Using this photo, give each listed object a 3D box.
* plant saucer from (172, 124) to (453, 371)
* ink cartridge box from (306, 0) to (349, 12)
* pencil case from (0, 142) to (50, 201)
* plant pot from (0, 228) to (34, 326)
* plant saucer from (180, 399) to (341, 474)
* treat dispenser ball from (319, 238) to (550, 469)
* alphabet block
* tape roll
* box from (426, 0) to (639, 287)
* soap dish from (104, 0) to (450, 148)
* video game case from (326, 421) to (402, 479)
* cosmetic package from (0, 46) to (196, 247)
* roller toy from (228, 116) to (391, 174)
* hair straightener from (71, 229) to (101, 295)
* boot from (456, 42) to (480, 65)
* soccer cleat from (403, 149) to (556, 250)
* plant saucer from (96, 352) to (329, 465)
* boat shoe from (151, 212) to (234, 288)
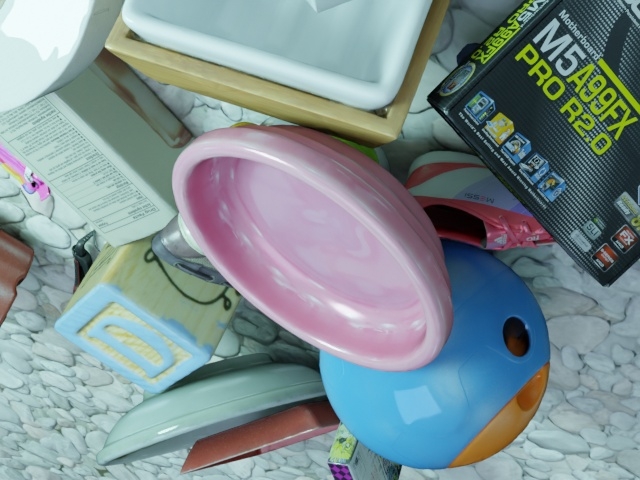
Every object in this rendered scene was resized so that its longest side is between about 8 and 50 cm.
[{"bbox_3d":[0.000,0.000,1.004,0.332,0.084,0.332,28,151,18],"label":"plant saucer"},{"bbox_3d":[0.060,-0.306,0.819,0.208,0.087,0.153,-22,134,-4],"label":"ink cartridge box"},{"bbox_3d":[-0.442,-0.165,1.313,0.104,0.104,0.236,-23,121,43],"label":"pencil case"},{"bbox_3d":[-0.621,0.044,1.533,0.265,0.272,0.272,30,142,-20],"label":"plant pot"},{"bbox_3d":[-0.063,0.308,1.568,0.259,0.048,0.258,-24,166,22],"label":"plant saucer"},{"bbox_3d":[0.142,0.141,1.214,0.288,0.288,0.288,14,141,12],"label":"treat dispenser ball"},{"bbox_3d":[-0.235,0.075,1.405,0.192,0.197,0.193,38,140,-18],"label":"alphabet block"},{"bbox_3d":[-0.383,-0.325,1.008,0.392,0.072,0.392,8,116,18],"label":"tape roll"},{"bbox_3d":[0.269,-0.117,0.938,0.216,0.060,0.270,-43,113,7],"label":"box"},{"bbox_3d":[-0.028,-0.225,0.946,0.291,0.229,0.118,18,158,7],"label":"soap dish"},{"bbox_3d":[0.082,0.323,1.518,0.042,0.210,0.232,4,138,22],"label":"video game case"},{"bbox_3d":[-0.297,-0.146,1.237,0.153,0.129,0.296,-18,125,38],"label":"cosmetic package"},{"bbox_3d":[-0.016,-0.058,1.178,0.209,0.146,0.191,-3,128,17],"label":"roller toy"},{"bbox_3d":[-0.361,0.066,1.589,0.089,0.047,0.230,20,137,5],"label":"hair straightener"},{"bbox_3d":[0.228,-0.151,1.019,0.190,0.086,0.069,14,142,-34],"label":"boot"},{"bbox_3d":[0.243,-0.031,1.101,0.318,0.116,0.109,7,138,21],"label":"soccer cleat"},{"bbox_3d":[-0.169,0.258,1.548,0.400,0.100,0.400,-17,168,-4],"label":"plant saucer"},{"bbox_3d":[-0.112,0.016,1.274,0.092,0.103,0.285,-24,158,22],"label":"boat shoe"}]
